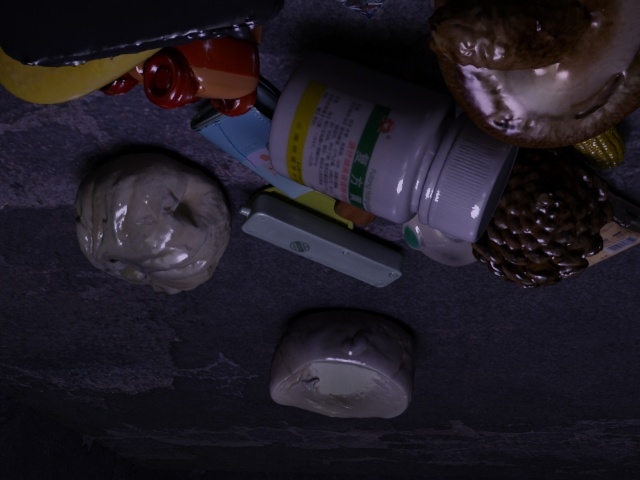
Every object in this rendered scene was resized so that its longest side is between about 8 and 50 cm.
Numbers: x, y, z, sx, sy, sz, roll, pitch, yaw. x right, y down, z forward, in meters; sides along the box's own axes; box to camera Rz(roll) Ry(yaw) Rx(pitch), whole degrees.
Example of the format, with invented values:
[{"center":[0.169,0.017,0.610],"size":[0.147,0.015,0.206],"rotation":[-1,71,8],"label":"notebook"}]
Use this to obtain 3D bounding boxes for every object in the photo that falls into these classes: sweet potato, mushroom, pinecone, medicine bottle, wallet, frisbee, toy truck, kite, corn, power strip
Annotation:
[{"center":[0.111,-0.099,1.328],"size":[0.097,0.097,0.251],"rotation":[24,146,-21],"label":"sweet potato"},{"center":[0.293,-0.288,0.860],"size":[0.344,0.239,0.345],"rotation":[-6,149,-4],"label":"mushroom"},{"center":[0.353,-0.046,1.194],"size":[0.243,0.244,0.257],"rotation":[18,-174,-13],"label":"pinecone"},{"center":[0.111,-0.138,1.072],"size":[0.339,0.208,0.208],"rotation":[24,151,17],"label":"medicine bottle"},{"center":[-0.088,-0.176,1.280],"size":[0.176,0.075,0.250],"rotation":[-19,139,42],"label":"wallet"},{"center":[-0.044,-0.049,1.515],"size":[0.235,0.017,0.236],"rotation":[7,147,5],"label":"frisbee"},{"center":[-0.192,-0.311,1.022],"size":[0.264,0.239,0.189],"rotation":[16,-168,33],"label":"toy truck"},{"center":[0.062,-0.357,1.026],"size":[0.122,0.004,0.090],"rotation":[2,147,12],"label":"kite"},{"center":[0.417,-0.194,1.116],"size":[0.080,0.080,0.238],"rotation":[-19,140,37],"label":"corn"},{"center":[0.000,0.000,1.505],"size":[0.385,0.063,0.091],"rotation":[23,145,-21],"label":"power strip"}]

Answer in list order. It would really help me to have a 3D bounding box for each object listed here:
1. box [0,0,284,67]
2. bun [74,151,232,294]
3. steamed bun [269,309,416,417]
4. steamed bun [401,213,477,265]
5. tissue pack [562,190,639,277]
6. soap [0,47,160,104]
[{"center":[-0.225,-0.386,0.786],"size":[0.358,0.091,0.351],"rotation":[-7,101,9],"label":"box"},{"center":[-0.358,-0.015,1.473],"size":[0.359,0.211,0.360],"rotation":[7,148,4],"label":"bun"},{"center":[0.059,0.302,1.829],"size":[0.383,0.247,0.236],"rotation":[6,127,6],"label":"steamed bun"},{"center":[0.246,-0.029,1.364],"size":[0.177,0.131,0.228],"rotation":[-13,143,34],"label":"steamed bun"},{"center":[0.486,-0.016,1.357],"size":[0.186,0.090,0.222],"rotation":[22,147,-23],"label":"tissue pack"},{"center":[-0.323,-0.356,0.920],"size":[0.427,0.115,0.306],"rotation":[-18,96,28],"label":"soap"}]
